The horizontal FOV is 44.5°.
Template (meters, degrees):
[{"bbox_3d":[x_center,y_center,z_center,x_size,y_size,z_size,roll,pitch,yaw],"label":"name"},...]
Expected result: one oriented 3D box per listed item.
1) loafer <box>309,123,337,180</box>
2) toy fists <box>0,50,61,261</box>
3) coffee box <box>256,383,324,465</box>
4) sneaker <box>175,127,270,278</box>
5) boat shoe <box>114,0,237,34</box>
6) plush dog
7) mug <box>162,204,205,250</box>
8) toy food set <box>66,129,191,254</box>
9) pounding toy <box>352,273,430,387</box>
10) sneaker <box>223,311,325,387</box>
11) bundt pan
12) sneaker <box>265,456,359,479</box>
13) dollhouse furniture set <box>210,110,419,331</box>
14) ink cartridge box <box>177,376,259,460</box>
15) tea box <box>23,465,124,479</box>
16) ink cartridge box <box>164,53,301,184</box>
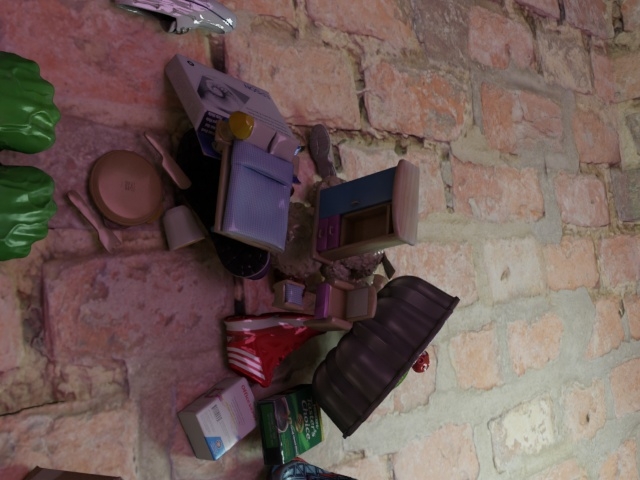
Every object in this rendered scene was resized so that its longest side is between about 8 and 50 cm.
[{"bbox_3d":[0.007,-0.176,1.598,0.039,0.045,0.125,-53,131,-78],"label":"loafer"},{"bbox_3d":[-0.427,-0.112,1.051,0.142,0.096,0.279,2,88,-56],"label":"toy fists"},{"bbox_3d":[-0.050,0.323,1.394,0.184,0.040,0.113,4,77,-67],"label":"coffee box"},{"bbox_3d":[-0.168,-0.059,1.359,0.124,0.107,0.283,67,2,-80],"label":"sneaker"},{"bbox_3d":[-0.250,-0.388,1.338,0.226,0.083,0.076,16,83,-33],"label":"boat shoe"},{"bbox_3d":[0.000,0.000,1.466,0.225,0.210,0.262,-8,86,-21],"label":"plush dog"},{"bbox_3d":[-0.232,-0.022,1.302,0.062,0.078,0.064,-22,90,-12],"label":"mug"},{"bbox_3d":[-0.308,-0.078,1.242,0.192,0.038,0.132,-46,109,-36],"label":"toy food set"},{"bbox_3d":[0.165,0.198,1.641,0.183,0.110,0.237,26,65,-42],"label":"pounding toy"},{"bbox_3d":[-0.080,0.196,1.413,0.221,0.087,0.128,3,89,-35],"label":"sneaker"},{"bbox_3d":[0.104,0.193,1.427,0.124,0.331,0.331,39,47,8],"label":"bundt pan"},{"bbox_3d":[0.015,0.452,1.418,0.262,0.125,0.104,24,65,-42],"label":"sneaker"},{"bbox_3d":[-0.021,-0.038,1.214,0.303,0.198,0.286,23,63,-40],"label":"dollhouse furniture set"},{"bbox_3d":[-0.165,0.295,1.307,0.122,0.052,0.089,-32,106,-45],"label":"ink cartridge box"},{"bbox_3d":[-0.315,0.517,0.978,0.323,0.220,0.329,58,46,-23],"label":"tea box"},{"bbox_3d":[-0.140,-0.209,1.350,0.223,0.045,0.224,14,38,-46],"label":"ink cartridge box"}]
